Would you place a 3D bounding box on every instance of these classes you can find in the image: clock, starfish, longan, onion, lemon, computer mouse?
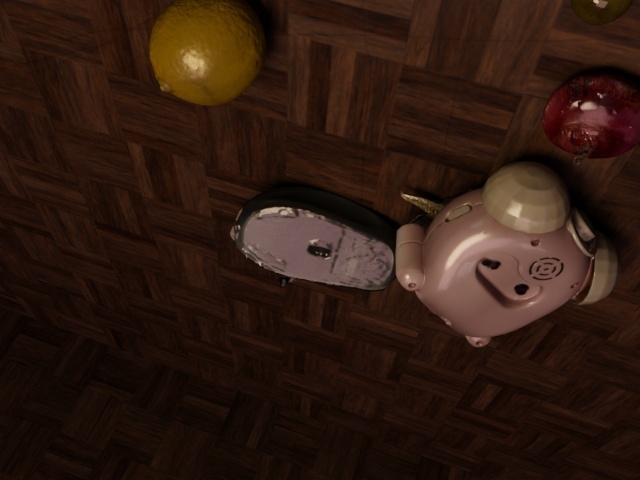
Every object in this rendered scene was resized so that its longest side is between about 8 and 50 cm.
[{"bbox_3d":[0.348,0.032,1.090,0.326,0.184,0.342,-32,129,29],"label":"clock"},{"bbox_3d":[0.232,-0.054,1.173,0.176,0.053,0.208,32,134,-19],"label":"starfish"},{"bbox_3d":[0.362,-0.320,0.748,0.075,0.075,0.083,15,104,11],"label":"longan"},{"bbox_3d":[0.402,-0.162,0.862,0.150,0.140,0.150,17,143,13],"label":"onion"},{"bbox_3d":[-0.183,-0.309,0.949,0.178,0.203,0.178,38,164,13],"label":"lemon"},{"bbox_3d":[0.000,0.000,1.283,0.374,0.114,0.203,17,115,-3],"label":"computer mouse"}]

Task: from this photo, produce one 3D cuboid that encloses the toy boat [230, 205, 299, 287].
[{"bbox_3d":[-0.095,0.026,1.407,0.269,0.141,0.141,38,145,3],"label":"toy boat"}]
